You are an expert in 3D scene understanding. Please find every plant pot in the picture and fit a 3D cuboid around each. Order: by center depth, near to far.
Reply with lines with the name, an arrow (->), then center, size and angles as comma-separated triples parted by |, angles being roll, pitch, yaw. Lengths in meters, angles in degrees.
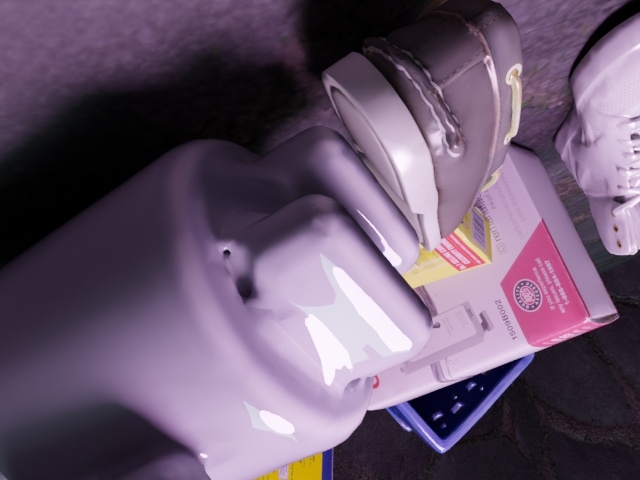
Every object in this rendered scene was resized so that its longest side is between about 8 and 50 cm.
plant pot -> 0.177, 0.188, 1.096 | 0.236, 0.236, 0.212 | -41, 177, -15

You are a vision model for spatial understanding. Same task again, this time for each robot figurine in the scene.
robot figurine -> -0.106, 0.071, 0.419 | 0.353, 0.300, 0.200 | -28, 118, 23

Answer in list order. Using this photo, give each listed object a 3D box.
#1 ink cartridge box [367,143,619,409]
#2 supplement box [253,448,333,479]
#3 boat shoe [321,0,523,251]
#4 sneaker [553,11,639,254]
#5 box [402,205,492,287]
ink cartridge box -> 0.149, 0.051, 0.731 | 0.283, 0.207, 0.117 | -32, 160, 33
supplement box -> -0.174, 0.395, 1.231 | 0.356, 0.195, 0.194 | 17, 146, -24
boat shoe -> 0.078, -0.065, 0.445 | 0.091, 0.109, 0.305 | -37, 169, 4
sneaker -> 0.302, -0.079, 0.581 | 0.108, 0.169, 0.292 | -22, 163, 9
box -> 0.055, 0.017, 0.668 | 0.232, 0.058, 0.087 | -22, 135, 33
